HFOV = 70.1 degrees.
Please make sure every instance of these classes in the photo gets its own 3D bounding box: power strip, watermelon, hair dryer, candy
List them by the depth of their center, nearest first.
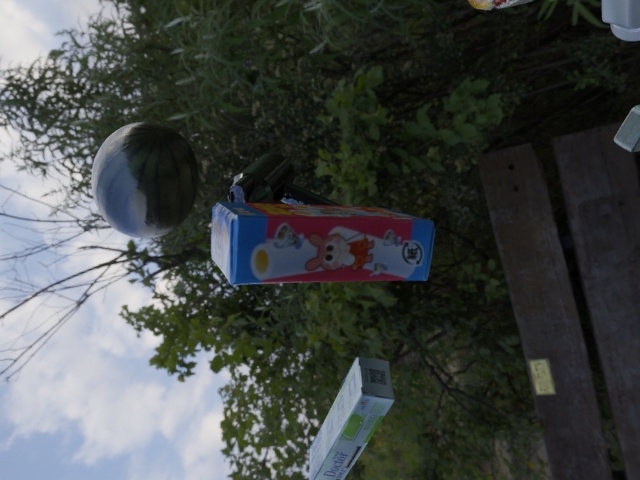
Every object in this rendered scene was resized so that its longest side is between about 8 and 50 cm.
[{"bbox_3d":[0.000,0.001,0.691,0.157,0.306,0.100,-152,65,-64],"label":"candy"},{"bbox_3d":[0.768,-0.257,0.991,0.053,0.288,0.093,-123,29,-42],"label":"power strip"},{"bbox_3d":[-0.058,-0.082,1.053,0.244,0.303,0.116,-64,-6,-59],"label":"hair dryer"},{"bbox_3d":[-0.484,-0.153,1.267,0.278,0.279,0.359,-94,22,-47],"label":"watermelon"}]

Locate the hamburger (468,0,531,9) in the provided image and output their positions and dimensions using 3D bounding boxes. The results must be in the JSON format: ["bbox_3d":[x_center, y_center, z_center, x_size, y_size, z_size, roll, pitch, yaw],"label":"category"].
[{"bbox_3d":[0.362,-0.595,0.853,0.227,0.152,0.295,-124,31,-56],"label":"hamburger"}]

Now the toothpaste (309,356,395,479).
[{"bbox_3d":[0.050,0.356,0.870,0.081,0.067,0.336,-90,15,-52],"label":"toothpaste"}]

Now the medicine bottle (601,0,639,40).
[{"bbox_3d":[0.607,-0.505,0.858,0.111,0.161,0.296,40,-171,32],"label":"medicine bottle"}]
